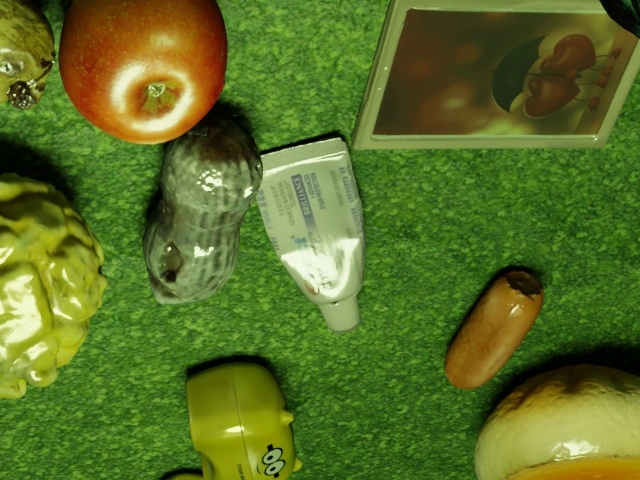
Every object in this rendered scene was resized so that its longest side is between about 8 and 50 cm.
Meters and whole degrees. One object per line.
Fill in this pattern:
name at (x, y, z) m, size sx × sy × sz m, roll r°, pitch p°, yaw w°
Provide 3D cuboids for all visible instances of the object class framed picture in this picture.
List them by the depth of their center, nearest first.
framed picture at (0.192, -0.174, 1.596) m, size 0.289 × 0.020 × 0.211 m, roll -1°, pitch 138°, yaw -15°

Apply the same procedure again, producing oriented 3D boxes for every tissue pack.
tissue pack at (-0.095, 0.234, 1.915) m, size 0.127 × 0.123 × 0.178 m, roll -11°, pitch 140°, yaw -4°

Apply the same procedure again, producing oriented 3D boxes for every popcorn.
popcorn at (-0.338, 0.041, 1.558) m, size 0.249 × 0.225 × 0.249 m, roll 0°, pitch 113°, yaw 0°

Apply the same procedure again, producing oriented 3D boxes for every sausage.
sausage at (0.210, 0.115, 1.903) m, size 0.076 × 0.076 × 0.197 m, roll 6°, pitch 138°, yaw -23°

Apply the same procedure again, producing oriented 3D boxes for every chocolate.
chocolate at (-0.125, -0.029, 1.611) m, size 0.110 × 0.110 × 0.248 m, roll 4°, pitch 138°, yaw -20°

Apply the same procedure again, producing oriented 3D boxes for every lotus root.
lotus root at (-0.319, -0.196, 1.368) m, size 0.108 × 0.094 × 0.190 m, roll -43°, pitch 125°, yaw 8°

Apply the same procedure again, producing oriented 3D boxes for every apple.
apple at (-0.160, -0.168, 1.404) m, size 0.163 × 0.139 × 0.163 m, roll -6°, pitch 140°, yaw -5°

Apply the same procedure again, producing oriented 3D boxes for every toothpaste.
toothpaste at (0.001, -0.001, 1.721) m, size 0.099 × 0.068 × 0.282 m, roll -35°, pitch 137°, yaw -18°

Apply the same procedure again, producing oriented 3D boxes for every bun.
bun at (0.350, 0.253, 2.038) m, size 0.298 × 0.165 × 0.299 m, roll -1°, pitch 155°, yaw 0°

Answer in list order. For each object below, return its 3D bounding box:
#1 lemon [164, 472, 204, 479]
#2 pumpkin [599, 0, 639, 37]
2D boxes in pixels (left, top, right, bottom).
lemon at (-0.167, 0.352, 2.069) m, size 0.110 × 0.082 × 0.082 m, roll 11°, pitch 135°, yaw -18°
pumpkin at (0.378, -0.262, 1.336) m, size 0.315 × 0.315 × 0.239 m, roll 18°, pitch 101°, yaw -33°
